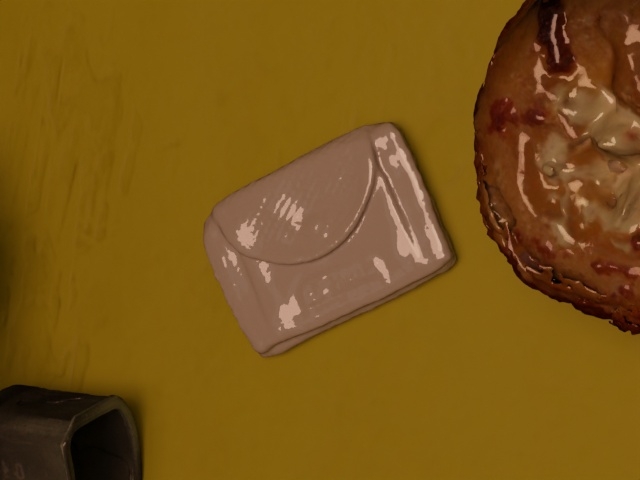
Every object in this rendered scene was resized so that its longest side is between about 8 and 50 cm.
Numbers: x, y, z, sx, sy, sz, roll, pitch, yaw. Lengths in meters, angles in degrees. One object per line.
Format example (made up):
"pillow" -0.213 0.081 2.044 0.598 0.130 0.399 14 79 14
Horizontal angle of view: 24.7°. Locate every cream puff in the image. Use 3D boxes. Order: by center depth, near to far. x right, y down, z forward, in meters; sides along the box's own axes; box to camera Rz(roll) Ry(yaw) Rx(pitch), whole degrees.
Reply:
"cream puff" 0.210 -0.063 0.883 0.240 0.164 0.240 8 103 39

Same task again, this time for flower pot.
"flower pot" -0.212 0.228 1.130 0.108 0.103 0.229 5 94 27

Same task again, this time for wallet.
"wallet" 0.000 0.000 1.058 0.183 0.032 0.124 -26 83 23
